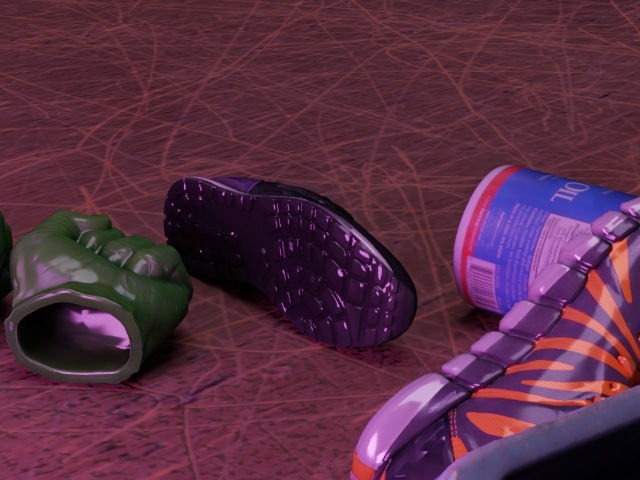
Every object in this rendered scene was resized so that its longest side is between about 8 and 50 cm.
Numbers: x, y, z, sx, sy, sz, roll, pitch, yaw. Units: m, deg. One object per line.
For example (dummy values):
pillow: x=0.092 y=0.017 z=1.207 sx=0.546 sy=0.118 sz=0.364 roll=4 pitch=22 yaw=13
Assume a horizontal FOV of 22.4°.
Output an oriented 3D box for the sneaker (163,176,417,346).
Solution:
sneaker: x=0.000 y=0.000 z=1.338 sx=0.124 sy=0.107 sz=0.283 roll=-9 pitch=24 yaw=-40

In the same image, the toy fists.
toy fists: x=-0.239 y=0.031 z=1.242 sx=0.279 sy=0.096 sz=0.142 roll=5 pitch=21 yaw=9

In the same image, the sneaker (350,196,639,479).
sneaker: x=0.190 y=0.108 z=1.015 sx=0.321 sy=0.124 sz=0.180 roll=-41 pitch=48 yaw=-15

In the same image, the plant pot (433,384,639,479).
plant pot: x=0.122 y=0.202 z=0.627 sx=0.247 sy=0.247 sz=0.252 roll=-16 pitch=-16 yaw=-36

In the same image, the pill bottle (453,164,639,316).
pill bottle: x=0.228 y=0.022 z=1.275 sx=0.222 sy=0.124 sz=0.124 roll=17 pitch=26 yaw=30
